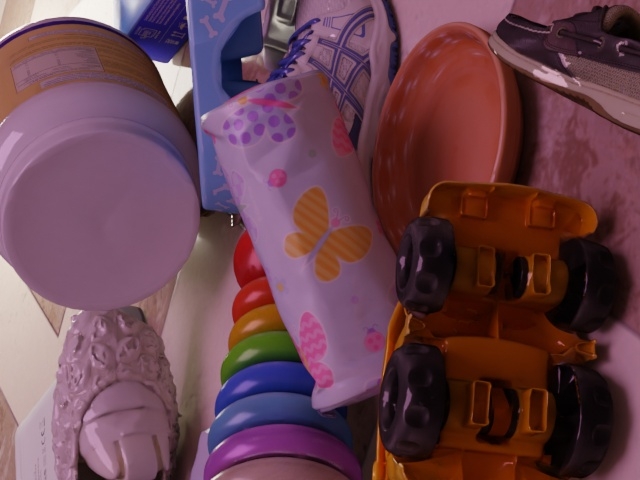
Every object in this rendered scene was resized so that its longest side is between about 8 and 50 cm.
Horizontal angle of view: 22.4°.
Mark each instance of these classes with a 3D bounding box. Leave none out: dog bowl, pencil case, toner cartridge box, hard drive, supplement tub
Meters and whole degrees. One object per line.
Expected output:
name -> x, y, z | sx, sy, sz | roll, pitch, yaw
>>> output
dog bowl -> -0.089, -0.165, 1.570 | 0.166, 0.074, 0.297 | -128, 33, -81
pencil case -> 0.000, 0.000, 1.303 | 0.124, 0.113, 0.273 | 148, 100, -86
toner cartridge box -> -0.142, -0.364, 1.843 | 0.348, 0.075, 0.165 | -44, 46, 49
hard drive -> -0.293, 0.261, 1.966 | 0.353, 0.047, 0.233 | -48, 41, 48
supplement tub -> -0.262, -0.088, 1.774 | 0.331, 0.241, 0.241 | -120, 47, -60

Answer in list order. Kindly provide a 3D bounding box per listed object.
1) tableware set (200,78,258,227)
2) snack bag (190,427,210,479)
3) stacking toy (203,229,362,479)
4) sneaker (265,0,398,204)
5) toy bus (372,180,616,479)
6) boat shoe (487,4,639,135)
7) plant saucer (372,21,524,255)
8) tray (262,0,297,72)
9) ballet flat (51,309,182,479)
tableware set -> -0.095, -0.094, 1.725 | 0.141, 0.020, 0.169 | -15, 69, 61
snack bag -> -0.079, 0.365, 1.532 | 0.323, 0.037, 0.343 | 13, 90, 62
stacking toy -> -0.032, 0.115, 1.420 | 0.141, 0.141, 0.330 | -53, 26, 42
sneaker -> -0.007, -0.133, 1.447 | 0.112, 0.131, 0.297 | -46, 41, 51
toy bus -> 0.107, 0.086, 1.167 | 0.211, 0.149, 0.220 | 137, 140, -73
boat shoe -> 0.200, -0.124, 1.107 | 0.223, 0.080, 0.073 | 39, 111, 54
plant saucer -> 0.106, -0.076, 1.311 | 0.200, 0.037, 0.200 | -27, 59, 57
tray -> -0.007, -0.293, 1.608 | 0.145, 0.030, 0.270 | 30, 108, 61
ballet flat -> -0.205, 0.274, 1.702 | 0.147, 0.147, 0.409 | 11, 100, 63
